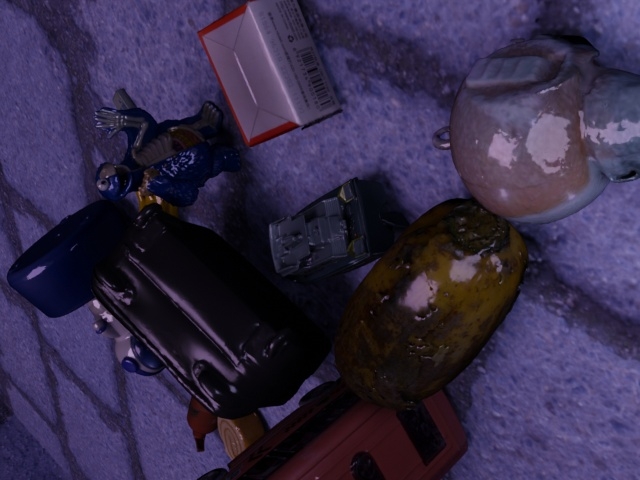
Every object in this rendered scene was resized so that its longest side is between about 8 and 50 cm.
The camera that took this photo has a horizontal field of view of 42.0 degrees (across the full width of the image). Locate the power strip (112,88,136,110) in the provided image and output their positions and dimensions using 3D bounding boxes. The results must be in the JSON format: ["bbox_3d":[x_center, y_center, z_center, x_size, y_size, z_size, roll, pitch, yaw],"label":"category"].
[{"bbox_3d":[-0.360,-0.242,1.564,0.090,0.016,0.040,55,146,3],"label":"power strip"}]

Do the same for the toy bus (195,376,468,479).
[{"bbox_3d":[0.009,0.357,1.218,0.233,0.427,0.203,-25,96,53],"label":"toy bus"}]

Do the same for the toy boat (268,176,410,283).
[{"bbox_3d":[-0.002,0.000,1.218,0.296,0.122,0.114,-25,71,58],"label":"toy boat"}]

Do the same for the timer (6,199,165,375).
[{"bbox_3d":[-0.452,0.132,1.812,0.270,0.270,0.383,-7,124,53],"label":"timer"}]

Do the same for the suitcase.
[{"bbox_3d":[-0.163,0.113,1.353,0.345,0.188,0.339,40,-173,15],"label":"suitcase"}]

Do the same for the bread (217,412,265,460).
[{"bbox_3d":[-0.167,0.418,1.804,0.122,0.073,0.149,33,137,40],"label":"bread"}]

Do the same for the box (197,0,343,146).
[{"bbox_3d":[-0.066,-0.232,1.137,0.133,0.099,0.182,-14,104,52],"label":"box"}]

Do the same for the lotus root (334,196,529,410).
[{"bbox_3d":[0.126,0.094,1.072,0.179,0.196,0.397,51,147,20],"label":"lotus root"}]

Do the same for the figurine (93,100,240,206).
[{"bbox_3d":[-0.253,-0.124,1.322,0.121,0.262,0.164,-25,81,47],"label":"figurine"}]

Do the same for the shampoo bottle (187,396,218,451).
[{"bbox_3d":[-0.257,0.385,1.874,0.085,0.085,0.244,44,143,20],"label":"shampoo bottle"}]

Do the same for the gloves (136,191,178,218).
[{"bbox_3d":[-0.326,-0.035,1.625,0.133,0.116,0.294,13,120,37],"label":"gloves"}]

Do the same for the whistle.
[{"bbox_3d":[0.265,-0.100,0.782,0.348,0.189,0.189,0,117,36],"label":"whistle"}]
